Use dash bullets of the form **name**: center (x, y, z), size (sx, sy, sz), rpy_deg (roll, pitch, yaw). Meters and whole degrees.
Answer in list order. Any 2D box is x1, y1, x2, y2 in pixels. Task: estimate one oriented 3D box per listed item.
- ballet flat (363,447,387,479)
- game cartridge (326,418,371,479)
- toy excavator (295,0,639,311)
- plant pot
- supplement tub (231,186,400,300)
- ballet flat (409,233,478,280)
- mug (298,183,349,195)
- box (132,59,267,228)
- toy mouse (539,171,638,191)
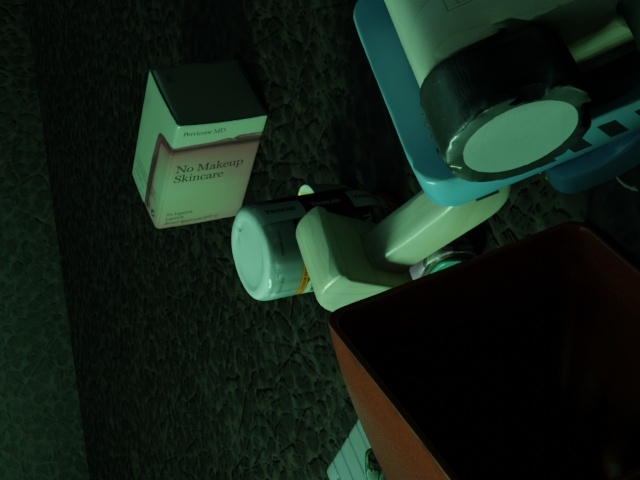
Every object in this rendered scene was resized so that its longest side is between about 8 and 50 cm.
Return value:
- **ballet flat**: center (0.078, 0.304, 1.346), size (0.041, 0.041, 0.114), rpy_deg (16, 114, 62)
- **game cartridge**: center (0.124, 0.385, 1.381), size (0.355, 0.068, 0.230), rpy_deg (65, 147, 28)
- **toy excavator**: center (0.143, -0.096, 0.918), size (0.445, 0.432, 0.222), rpy_deg (50, -161, -62)
- **plant pot**: center (0.186, 0.182, 0.967), size (0.267, 0.267, 0.236), rpy_deg (50, 152, 47)
- **supplement tub**: center (0.000, 0.000, 1.335), size (0.117, 0.190, 0.117), rpy_deg (37, 133, 55)
- **ballet flat**: center (0.113, 0.053, 1.275), size (0.221, 0.076, 0.079), rpy_deg (118, 154, -46)
- **mug**: center (0.008, -0.048, 1.446), size (0.078, 0.064, 0.062), rpy_deg (36, 132, 56)
- **box**: center (-0.189, -0.146, 1.723), size (0.127, 0.148, 0.232), rpy_deg (63, 150, 31)
- **toy mouse**: center (0.237, -0.112, 0.981), size (0.161, 0.031, 0.143), rpy_deg (45, 128, 43)
